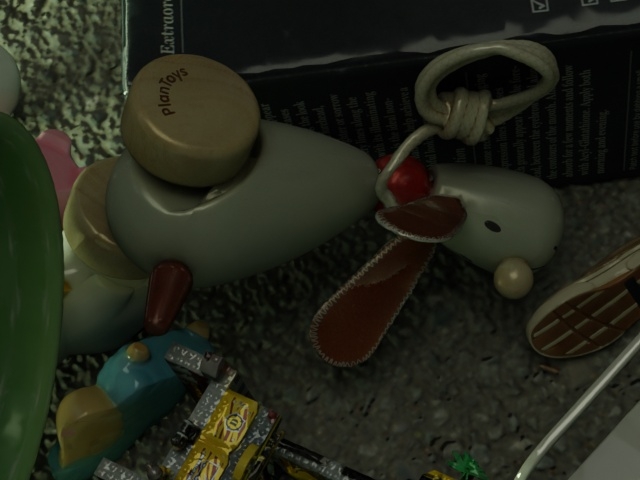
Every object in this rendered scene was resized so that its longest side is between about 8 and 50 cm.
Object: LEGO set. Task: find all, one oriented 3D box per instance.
[{"bbox_3d":[-0.052,0.222,1.000,0.255,0.192,0.331,31,74,24],"label":"LEGO set"}]

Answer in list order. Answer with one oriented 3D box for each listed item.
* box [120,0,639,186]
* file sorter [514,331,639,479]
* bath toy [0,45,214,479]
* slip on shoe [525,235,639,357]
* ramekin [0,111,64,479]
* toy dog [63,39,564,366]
[{"bbox_3d":[0.069,-0.200,1.181,0.395,0.212,0.293,-6,64,5],"label":"box"},{"bbox_3d":[0.273,0.188,0.981,0.277,0.173,0.193,39,76,23],"label":"file sorter"},{"bbox_3d":[-0.225,0.000,1.187,0.151,0.129,0.348,-8,54,-46],"label":"bath toy"},{"bbox_3d":[0.199,0.033,1.144,0.135,0.051,0.041,-35,24,0],"label":"slip on shoe"},{"bbox_3d":[-0.269,0.067,0.939,0.148,0.303,0.303,9,66,11],"label":"ramekin"},{"bbox_3d":[0.000,0.000,1.047,0.333,0.220,0.161,-3,58,-1],"label":"toy dog"}]
